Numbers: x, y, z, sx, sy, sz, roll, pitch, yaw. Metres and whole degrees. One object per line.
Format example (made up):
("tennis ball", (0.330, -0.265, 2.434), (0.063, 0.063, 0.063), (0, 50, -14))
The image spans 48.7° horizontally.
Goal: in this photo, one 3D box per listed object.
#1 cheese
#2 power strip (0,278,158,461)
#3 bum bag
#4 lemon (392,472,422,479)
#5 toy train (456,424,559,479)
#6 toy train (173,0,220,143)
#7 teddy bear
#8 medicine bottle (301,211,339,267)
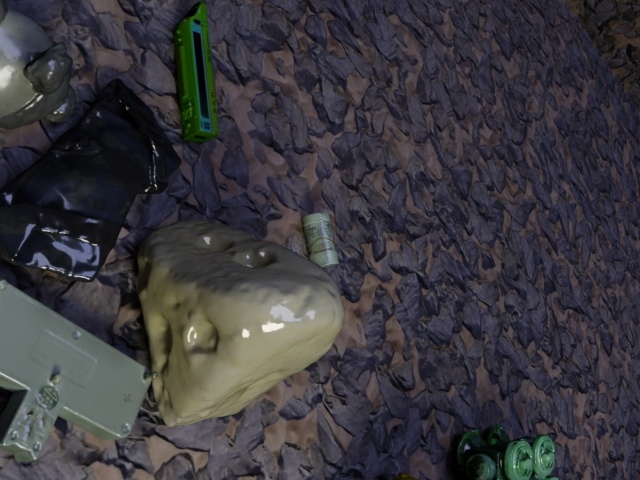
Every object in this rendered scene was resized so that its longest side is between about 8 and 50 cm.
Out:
("cheese", (-0.102, 0.072, 0.835), (0.174, 0.248, 0.251), (-3, 73, -50))
("power strip", (-0.284, 0.152, 0.732), (0.216, 0.061, 0.145), (40, 49, -32))
("bum bag", (-0.260, -0.071, 0.825), (0.137, 0.074, 0.310), (43, 44, -18))
("lemon", (0.138, 0.419, 1.075), (0.109, 0.109, 0.133), (28, 43, -40))
("toy train", (0.344, 0.442, 1.289), (0.243, 0.132, 0.188), (12, 77, -46))
("toy train", (-0.180, -0.244, 0.997), (0.042, 0.044, 0.209), (4, 73, -46))
("teddy bear", (-0.344, -0.194, 0.713), (0.144, 0.171, 0.251), (-53, 124, -21))
("medicine bottle", (0.000, 0.000, 1.112), (0.047, 0.047, 0.083), (-3, 80, -49))
